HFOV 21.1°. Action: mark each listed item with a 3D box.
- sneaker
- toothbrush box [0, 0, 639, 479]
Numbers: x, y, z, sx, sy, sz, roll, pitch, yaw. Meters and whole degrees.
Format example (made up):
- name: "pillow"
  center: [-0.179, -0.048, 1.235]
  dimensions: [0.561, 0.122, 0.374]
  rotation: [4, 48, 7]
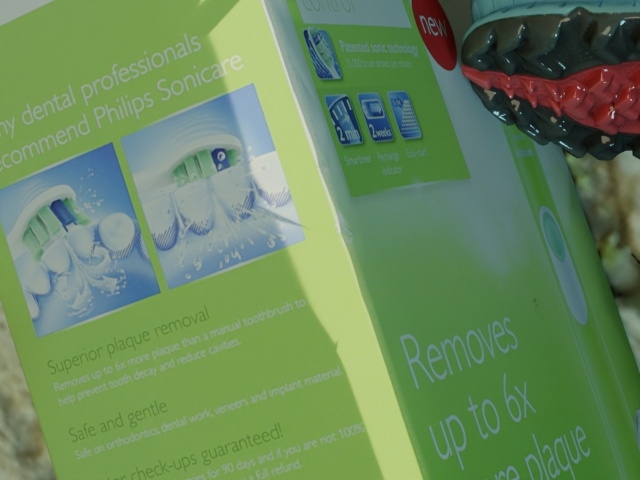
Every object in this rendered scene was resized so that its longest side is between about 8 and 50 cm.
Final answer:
- name: "sneaker"
  center: [0.178, -0.092, 0.524]
  dimensions: [0.262, 0.104, 0.125]
  rotation: [6, 68, 8]
- name: "toothbrush box"
  center: [0.000, 0.000, 0.562]
  dimensions: [0.122, 0.206, 0.283]
  rotation: [-22, 84, 26]
